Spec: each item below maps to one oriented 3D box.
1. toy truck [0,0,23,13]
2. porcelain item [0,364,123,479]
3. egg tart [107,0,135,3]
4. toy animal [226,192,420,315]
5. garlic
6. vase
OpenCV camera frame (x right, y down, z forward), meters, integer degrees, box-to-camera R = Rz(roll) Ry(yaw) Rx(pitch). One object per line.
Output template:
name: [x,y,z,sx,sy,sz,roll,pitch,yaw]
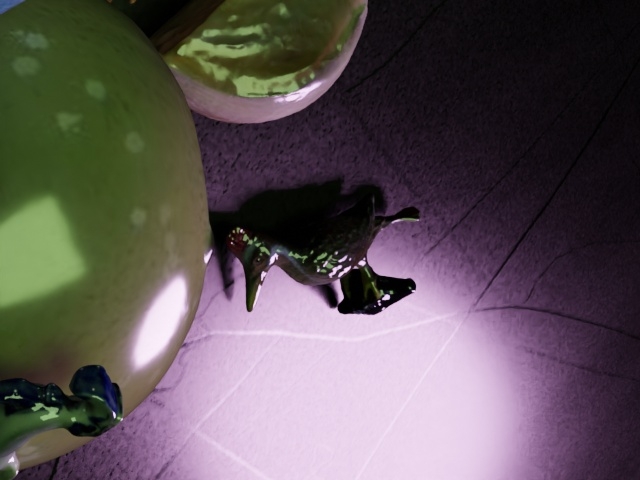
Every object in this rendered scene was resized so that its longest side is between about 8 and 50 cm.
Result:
toy truck: [-0.138,-0.234,0.313,0.146,0.175,0.367,31,66,-65]
porcelain item: [-0.146,0.075,0.379,0.136,0.021,0.075,-32,136,16]
egg tart: [-0.142,-0.243,0.508,0.295,0.116,0.294,-19,117,-42]
toy animal: [0.003,0.010,0.816,0.202,0.070,0.105,5,91,-42]
garlic: [-0.027,-0.142,0.695,0.195,0.087,0.101,-44,120,-21]
vase: [-0.232,0.024,0.474,0.302,0.240,0.329,-4,135,-33]
